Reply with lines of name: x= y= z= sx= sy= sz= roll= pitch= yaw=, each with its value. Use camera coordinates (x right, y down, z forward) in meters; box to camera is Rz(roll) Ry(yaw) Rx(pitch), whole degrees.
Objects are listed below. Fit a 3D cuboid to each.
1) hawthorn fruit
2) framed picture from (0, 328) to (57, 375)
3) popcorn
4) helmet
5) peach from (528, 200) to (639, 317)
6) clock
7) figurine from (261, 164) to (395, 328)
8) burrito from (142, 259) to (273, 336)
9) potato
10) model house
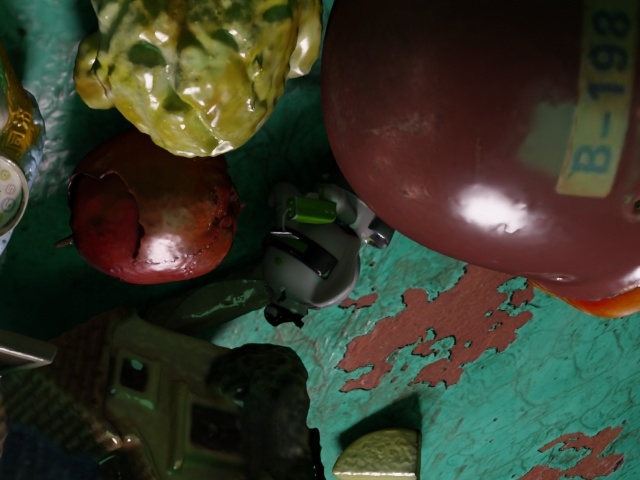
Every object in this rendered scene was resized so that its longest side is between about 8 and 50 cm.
hawthorn fruit: x=-0.153 y=-0.028 z=0.740 sx=0.172 sy=0.148 sz=0.148 roll=-15 pitch=137 yaw=7
framed picture: x=-0.410 y=0.067 z=0.674 sx=0.240 sy=0.020 sz=0.324 roll=-18 pitch=148 yaw=40
popcorn: x=-0.102 y=-0.154 z=0.630 sx=0.198 sy=0.212 sz=0.198 roll=0 pitch=90 yaw=-51
helmet: x=0.119 y=-0.144 z=0.640 sx=0.230 sy=0.337 sz=0.385 roll=0 pitch=110 yaw=-20
peach: x=0.294 y=-0.067 z=0.889 sx=0.275 sy=0.248 sz=0.245 roll=-55 pitch=168 yaw=6
clock: x=-0.294 y=-0.061 z=0.636 sx=0.144 sy=0.103 sz=0.231 roll=20 pitch=93 yaw=-47
figurine: x=0.000 y=0.000 z=0.840 sx=0.126 sy=0.147 sz=0.192 roll=31 pitch=77 yaw=-14
burrito: x=-0.112 y=0.067 z=0.909 sx=0.188 sy=0.045 sz=0.058 roll=-22 pitch=123 yaw=-5
potato: x=0.086 y=0.316 z=1.245 sx=0.120 sy=0.081 sz=0.149 roll=1 pitch=154 yaw=10
model house: x=-0.176 y=0.220 z=0.797 sx=0.266 sy=0.321 sz=0.261 roll=25 pitch=135 yaw=-32
